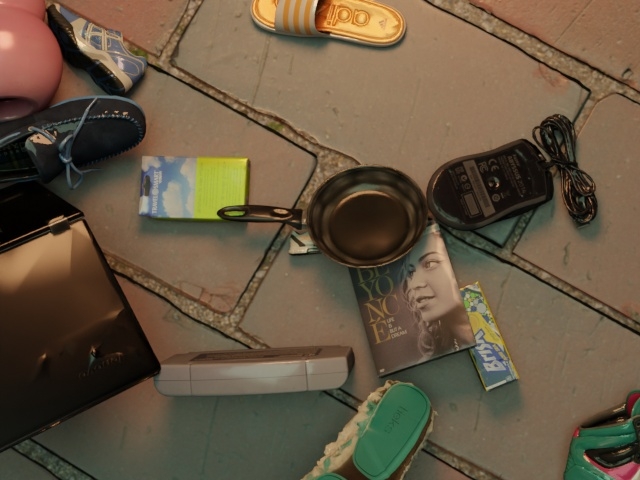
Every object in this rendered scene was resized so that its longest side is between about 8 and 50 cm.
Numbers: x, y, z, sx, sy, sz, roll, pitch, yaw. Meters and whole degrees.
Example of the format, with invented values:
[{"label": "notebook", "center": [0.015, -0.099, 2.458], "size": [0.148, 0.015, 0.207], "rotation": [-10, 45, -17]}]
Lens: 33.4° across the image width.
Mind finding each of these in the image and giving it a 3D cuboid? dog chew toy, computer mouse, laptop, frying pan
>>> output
[{"label": "dog chew toy", "center": [-0.545, -0.368, 1.776], "size": [0.207, 0.206, 0.331], "rotation": [-13, 75, 4]}, {"label": "computer mouse", "center": [0.297, -0.084, 1.729], "size": [0.272, 0.072, 0.188], "rotation": [-15, 81, -9]}, {"label": "laptop", "center": [-0.522, 0.116, 1.639], "size": [0.382, 0.408, 0.236], "rotation": [-25, 117, -24]}, {"label": "frying pan", "center": [0.015, -0.015, 1.720], "size": [0.326, 0.053, 0.197], "rotation": [-20, 58, -3]}]

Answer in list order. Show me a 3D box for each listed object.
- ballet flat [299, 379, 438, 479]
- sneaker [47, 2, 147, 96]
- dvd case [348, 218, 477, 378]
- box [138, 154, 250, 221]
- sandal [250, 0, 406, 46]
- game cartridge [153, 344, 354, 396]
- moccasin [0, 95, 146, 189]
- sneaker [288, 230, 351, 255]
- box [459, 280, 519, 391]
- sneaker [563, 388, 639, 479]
[{"label": "ballet flat", "center": [0.043, 0.376, 1.587], "size": [0.147, 0.147, 0.409], "rotation": [39, 50, 8]}, {"label": "sneaker", "center": [-0.384, -0.331, 1.821], "size": [0.211, 0.080, 0.081], "rotation": [44, 62, 11]}, {"label": "dvd case", "center": [0.141, 0.091, 1.706], "size": [0.165, 0.018, 0.221], "rotation": [-20, 67, 13]}, {"label": "box", "center": [-0.209, -0.086, 1.785], "size": [0.178, 0.042, 0.109], "rotation": [2, 84, 6]}, {"label": "sandal", "center": [0.012, -0.389, 1.778], "size": [0.265, 0.076, 0.101], "rotation": [10, 85, 6]}, {"label": "game cartridge", "center": [-0.100, 0.203, 1.667], "size": [0.297, 0.198, 0.062], "rotation": [-3, 95, 6]}, {"label": "moccasin", "center": [-0.448, -0.137, 1.743], "size": [0.342, 0.137, 0.116], "rotation": [-15, 40, 7]}, {"label": "sneaker", "center": [0.000, 0.000, 1.758], "size": [0.109, 0.040, 0.043], "rotation": [-3, 82, 5]}, {"label": "box", "center": [0.258, 0.154, 1.711], "size": [0.059, 0.054, 0.168], "rotation": [-23, 82, 3]}, {"label": "sneaker", "center": [0.520, 0.319, 1.641], "size": [0.296, 0.124, 0.178], "rotation": [-3, 93, 6]}]
